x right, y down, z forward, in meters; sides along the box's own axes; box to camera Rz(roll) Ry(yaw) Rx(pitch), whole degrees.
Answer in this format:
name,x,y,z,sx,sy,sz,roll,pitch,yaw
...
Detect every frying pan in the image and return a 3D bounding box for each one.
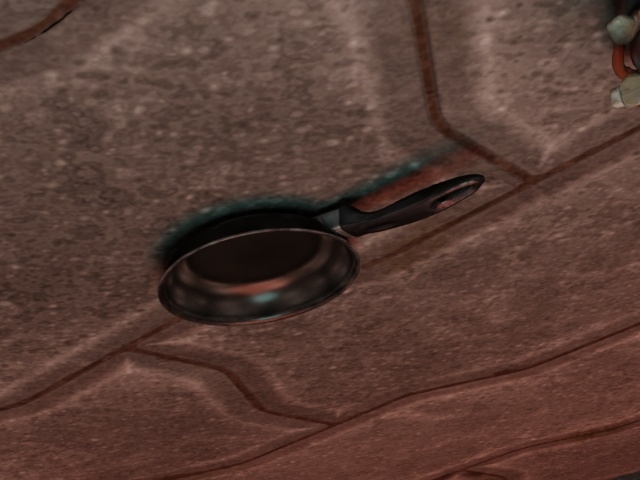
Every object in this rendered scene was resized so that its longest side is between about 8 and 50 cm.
name,x,y,z,sx,sy,sz,roll,pitch,yaw
frying pan,-0.026,-0.002,0.945,0.197,0.053,0.326,8,146,-32

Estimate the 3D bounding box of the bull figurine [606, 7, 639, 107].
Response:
name,x,y,z,sx,sy,sz,roll,pitch,yaw
bull figurine,0.331,-0.163,0.673,0.310,0.101,0.188,-25,170,35
